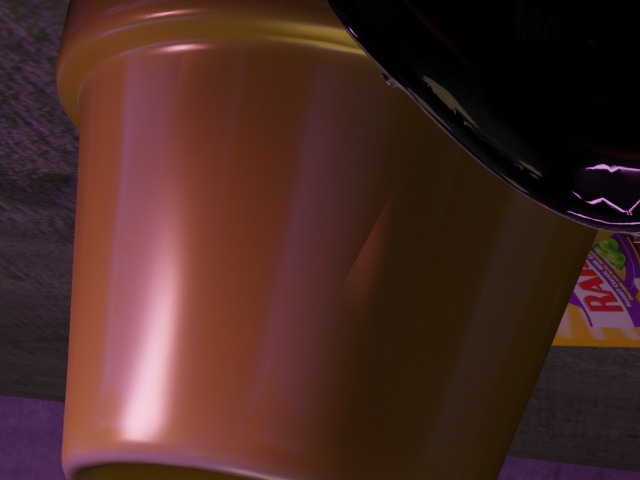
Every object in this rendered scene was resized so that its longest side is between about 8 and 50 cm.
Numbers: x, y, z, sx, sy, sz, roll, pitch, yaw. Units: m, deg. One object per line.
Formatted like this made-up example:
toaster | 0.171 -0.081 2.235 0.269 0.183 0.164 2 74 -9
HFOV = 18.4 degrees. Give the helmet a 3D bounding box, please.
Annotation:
helmet | 0.100 -0.083 0.593 0.161 0.169 0.169 32 162 -12

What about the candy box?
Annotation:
candy box | 0.122 -0.020 1.000 0.105 0.027 0.206 1 138 37

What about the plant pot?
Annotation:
plant pot | 0.000 0.000 0.812 0.254 0.239 0.254 12 161 4
